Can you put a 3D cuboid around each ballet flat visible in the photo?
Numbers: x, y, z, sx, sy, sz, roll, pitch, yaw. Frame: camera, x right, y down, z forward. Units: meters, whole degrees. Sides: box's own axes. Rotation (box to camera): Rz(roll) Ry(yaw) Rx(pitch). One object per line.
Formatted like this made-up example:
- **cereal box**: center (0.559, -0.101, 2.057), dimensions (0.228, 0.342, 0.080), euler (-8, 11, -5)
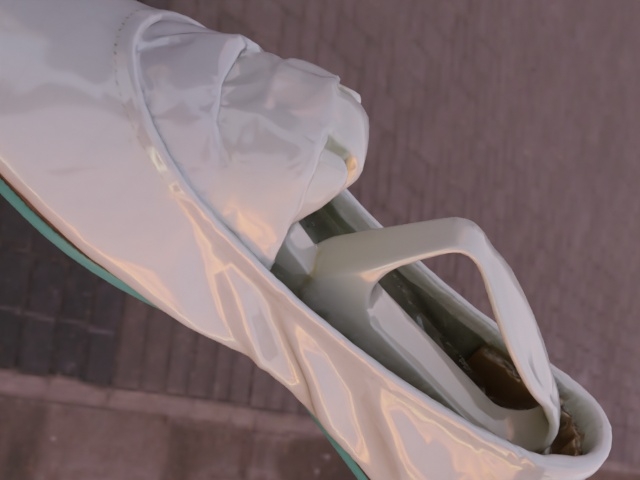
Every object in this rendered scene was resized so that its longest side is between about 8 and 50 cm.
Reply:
- **ballet flat**: center (0.000, 0.000, 0.630), dimensions (0.400, 0.139, 0.139), euler (45, 47, -26)
